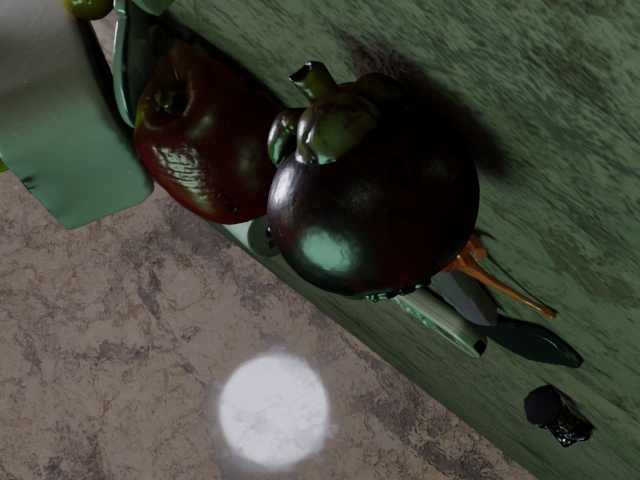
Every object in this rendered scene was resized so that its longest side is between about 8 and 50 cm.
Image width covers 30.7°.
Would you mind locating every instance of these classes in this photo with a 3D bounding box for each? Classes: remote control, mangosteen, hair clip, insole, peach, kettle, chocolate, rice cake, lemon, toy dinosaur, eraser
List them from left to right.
[{"bbox_3d":[-0.337,-0.200,1.455,0.331,0.150,0.331,156,90,-87],"label":"eraser"},{"bbox_3d":[-0.268,-0.286,1.346,0.065,0.065,0.092,42,166,-25],"label":"lemon"},{"bbox_3d":[-0.192,-0.190,1.355,0.054,0.140,0.220,5,163,16],"label":"hair clip"},{"bbox_3d":[-0.109,-0.094,1.370,0.159,0.154,0.267,35,172,24],"label":"peach"},{"bbox_3d":[-0.127,-0.049,2.034,0.127,0.098,0.148,38,179,-42],"label":"kettle"},{"bbox_3d":[0.034,-0.050,0.919,0.200,0.200,0.200,39,173,5],"label":"mangosteen"},{"bbox_3d":[0.154,0.097,1.698,0.221,0.042,0.078,34,171,33],"label":"remote control"},{"bbox_3d":[0.134,0.007,1.176,0.279,0.055,0.101,39,-177,-9],"label":"toy dinosaur"},{"bbox_3d":[0.160,0.048,1.359,0.047,0.036,0.206,29,168,35],"label":"rice cake"},{"bbox_3d":[0.245,0.119,1.470,0.110,0.012,0.309,41,173,-8],"label":"insole"},{"bbox_3d":[0.349,0.258,1.691,0.072,0.070,0.147,21,174,37],"label":"chocolate"}]

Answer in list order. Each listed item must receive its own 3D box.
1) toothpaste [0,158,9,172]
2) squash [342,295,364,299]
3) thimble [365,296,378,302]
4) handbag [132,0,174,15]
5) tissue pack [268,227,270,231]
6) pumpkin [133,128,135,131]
[{"bbox_3d":[-0.456,-0.190,1.518,0.327,0.077,0.110,73,175,-76],"label":"toothpaste"},{"bbox_3d":[-0.001,0.000,1.722,0.082,0.082,0.292,33,170,44],"label":"squash"},{"bbox_3d":[0.051,0.014,1.496,0.130,0.090,0.118,34,174,46],"label":"thimble"},{"bbox_3d":[-0.203,-0.295,0.926,0.256,0.079,0.219,43,-177,-29],"label":"handbag"},{"bbox_3d":[-0.004,0.018,1.945,0.108,0.060,0.148,34,173,44],"label":"tissue pack"},{"bbox_3d":[-0.203,-0.175,1.540,0.119,0.108,0.183,66,176,-28],"label":"pumpkin"}]
